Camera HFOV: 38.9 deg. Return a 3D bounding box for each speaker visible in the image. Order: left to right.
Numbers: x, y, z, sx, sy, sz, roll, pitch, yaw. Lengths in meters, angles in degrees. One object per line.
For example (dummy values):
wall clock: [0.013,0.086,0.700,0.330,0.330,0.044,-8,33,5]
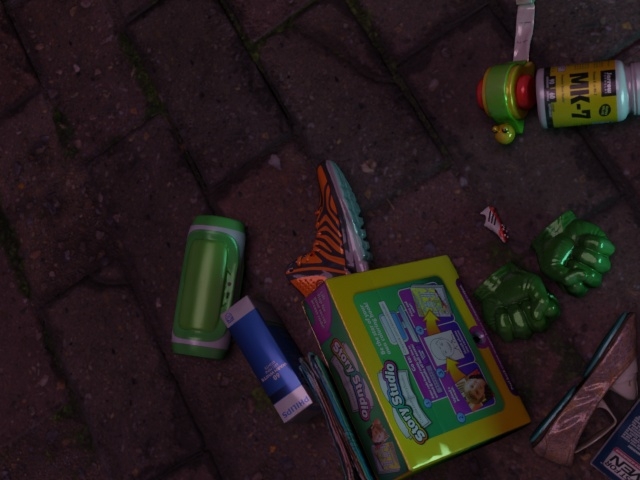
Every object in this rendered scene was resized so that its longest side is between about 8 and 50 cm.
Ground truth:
speaker: [-0.237,0.101,1.931,0.131,0.131,0.296,5,81,20]

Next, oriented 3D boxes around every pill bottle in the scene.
pill bottle: [0.526,-0.283,1.741,0.208,0.119,0.119,-4,78,19]

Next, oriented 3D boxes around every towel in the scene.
towel: [0.051,0.357,1.646,0.040,0.370,0.271,-24,72,1]

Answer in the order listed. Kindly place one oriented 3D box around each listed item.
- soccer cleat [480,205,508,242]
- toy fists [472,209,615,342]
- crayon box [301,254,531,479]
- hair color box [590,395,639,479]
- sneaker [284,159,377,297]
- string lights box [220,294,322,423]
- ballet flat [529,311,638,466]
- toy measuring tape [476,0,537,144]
soccer cleat: [0.346,-0.029,1.804,0.035,0.029,0.083,-29,68,21]
toy fists: [0.427,0.074,1.717,0.279,0.096,0.142,-42,70,6]
crayon box: [0.176,0.225,1.663,0.106,0.313,0.363,-46,62,48]
hair color box: [0.613,0.263,1.539,0.105,0.174,0.347,38,105,21]
sneaker: [0.000,0.000,1.867,0.180,0.124,0.321,-19,74,14]
string lights box: [-0.088,0.243,1.844,0.077,0.133,0.260,-37,69,9]
ballet flat: [0.509,0.279,1.651,0.106,0.107,0.316,36,101,13]
toy measuring tape: [0.378,-0.355,1.806,0.121,0.121,0.330,5,81,20]
